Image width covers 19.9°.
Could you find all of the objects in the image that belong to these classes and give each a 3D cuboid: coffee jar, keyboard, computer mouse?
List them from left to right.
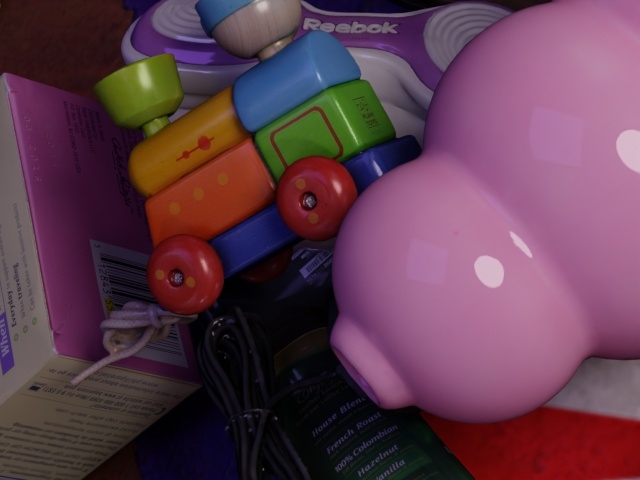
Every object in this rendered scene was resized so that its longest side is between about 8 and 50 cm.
[{"bbox_3d":[0.000,0.000,1.133,0.192,0.038,0.100,-41,75,19],"label":"keyboard"},{"bbox_3d":[0.022,0.119,1.013,0.079,0.096,0.184,-37,50,-6],"label":"coffee jar"},{"bbox_3d":[0.064,0.063,0.941,0.262,0.060,0.184,-16,46,3],"label":"computer mouse"}]

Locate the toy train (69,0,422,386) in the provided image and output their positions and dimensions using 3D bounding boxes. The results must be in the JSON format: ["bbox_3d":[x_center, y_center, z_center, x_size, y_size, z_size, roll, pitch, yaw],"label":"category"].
[{"bbox_3d":[-0.079,-0.033,0.969,0.248,0.105,0.143,-29,87,27],"label":"toy train"}]

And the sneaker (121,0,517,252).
[{"bbox_3d":[0.039,-0.061,1.050,0.305,0.152,0.114,10,40,14],"label":"sneaker"}]

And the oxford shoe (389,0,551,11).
[{"bbox_3d":[0.084,-0.168,1.078,0.227,0.096,0.082,18,83,41],"label":"oxford shoe"}]

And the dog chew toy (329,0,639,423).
[{"bbox_3d":[0.145,-0.040,0.859,0.332,0.206,0.206,-39,49,-7],"label":"dog chew toy"}]

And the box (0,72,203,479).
[{"bbox_3d":[-0.213,0.054,1.199,0.243,0.117,0.213,-39,52,32],"label":"box"}]
